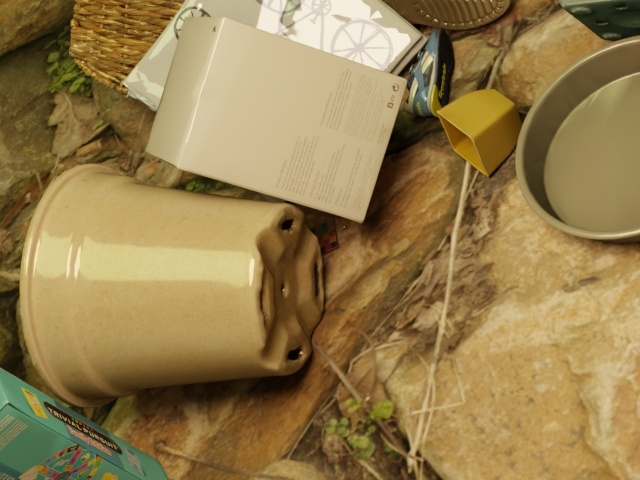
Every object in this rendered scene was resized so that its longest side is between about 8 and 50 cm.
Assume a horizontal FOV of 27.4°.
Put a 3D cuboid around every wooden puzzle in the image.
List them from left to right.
[{"bbox_3d":[0.000,0.000,1.831,0.083,0.006,0.049,-25,50,20],"label":"wooden puzzle"}]

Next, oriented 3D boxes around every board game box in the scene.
[{"bbox_3d":[-0.383,0.326,1.659,0.254,0.336,0.079,-42,46,5],"label":"board game box"}]

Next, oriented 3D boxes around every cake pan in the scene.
[{"bbox_3d":[0.384,-0.119,1.605,0.293,0.054,0.293,-18,53,25],"label":"cake pan"}]

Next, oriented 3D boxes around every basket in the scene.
[{"bbox_3d":[-0.221,-0.332,2.103,0.299,0.223,0.213,14,104,26],"label":"basket"}]

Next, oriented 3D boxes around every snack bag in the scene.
[{"bbox_3d":[-0.070,-0.257,1.904,0.323,0.037,0.342,39,97,6],"label":"snack bag"}]

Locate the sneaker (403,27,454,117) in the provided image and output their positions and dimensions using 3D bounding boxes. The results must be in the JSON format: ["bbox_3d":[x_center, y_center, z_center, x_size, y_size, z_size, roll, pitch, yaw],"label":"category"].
[{"bbox_3d":[0.151,-0.237,1.849,0.059,0.053,0.144,-6,57,35],"label":"sneaker"}]

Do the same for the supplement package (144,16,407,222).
[{"bbox_3d":[-0.064,-0.164,1.737,0.198,0.263,0.199,27,100,68],"label":"supplement package"}]

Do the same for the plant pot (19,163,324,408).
[{"bbox_3d":[-0.172,0.060,1.729,0.306,0.334,0.333,0,61,22],"label":"plant pot"}]

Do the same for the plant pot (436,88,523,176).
[{"bbox_3d":[0.218,-0.151,1.729,0.083,0.081,0.081,-38,45,-8],"label":"plant pot"}]

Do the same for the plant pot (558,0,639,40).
[{"bbox_3d":[0.405,-0.394,1.650,0.248,0.247,0.252,-1,78,35],"label":"plant pot"}]

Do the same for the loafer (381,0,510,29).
[{"bbox_3d":[0.154,-0.366,1.896,0.269,0.102,0.092,5,42,30],"label":"loafer"}]
